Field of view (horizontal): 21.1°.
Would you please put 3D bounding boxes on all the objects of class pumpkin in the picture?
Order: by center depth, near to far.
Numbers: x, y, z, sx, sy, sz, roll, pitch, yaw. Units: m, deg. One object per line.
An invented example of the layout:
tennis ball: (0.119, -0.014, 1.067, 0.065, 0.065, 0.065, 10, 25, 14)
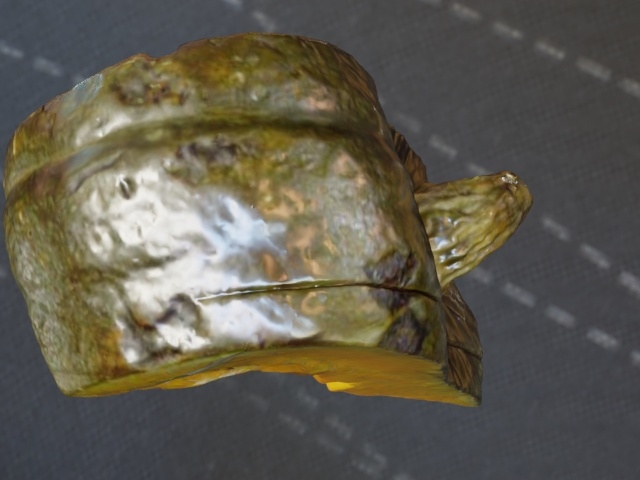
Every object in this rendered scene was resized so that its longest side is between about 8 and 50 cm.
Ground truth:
pumpkin: (0.006, -0.001, 0.702, 0.248, 0.126, 0.131, 0, 67, -40)
